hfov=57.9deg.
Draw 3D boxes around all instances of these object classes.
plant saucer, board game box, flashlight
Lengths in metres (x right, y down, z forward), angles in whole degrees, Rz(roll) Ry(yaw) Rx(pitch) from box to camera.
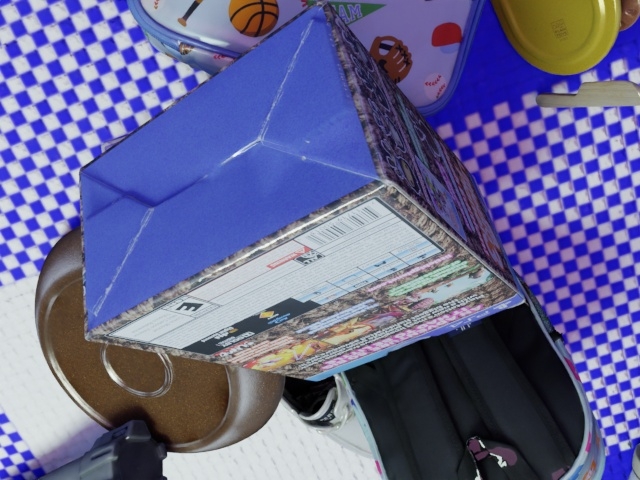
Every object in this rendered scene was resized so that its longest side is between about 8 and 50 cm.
[{"bbox_3d":[-0.192,0.125,0.636,0.310,0.050,0.311,8,118,16],"label":"plant saucer"},{"bbox_3d":[0.000,0.000,0.474,0.232,0.141,0.291,-26,151,22],"label":"board game box"},{"bbox_3d":[-0.301,0.318,0.683,0.304,0.103,0.103,-30,105,30],"label":"flashlight"}]

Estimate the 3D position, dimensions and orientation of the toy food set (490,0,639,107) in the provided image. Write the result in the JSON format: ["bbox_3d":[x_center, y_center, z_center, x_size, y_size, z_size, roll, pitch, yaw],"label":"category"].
[{"bbox_3d":[0.230,-0.230,0.531,0.071,0.128,0.218,-35,108,-19],"label":"toy food set"}]

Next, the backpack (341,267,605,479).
[{"bbox_3d":[0.153,0.166,0.592,0.225,0.254,0.191,-31,133,10],"label":"backpack"}]

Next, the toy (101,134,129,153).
[{"bbox_3d":[-0.114,-0.089,0.559,0.237,0.137,0.056,-20,152,10],"label":"toy"}]

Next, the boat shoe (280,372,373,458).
[{"bbox_3d":[0.005,0.182,0.684,0.096,0.088,0.267,-36,106,12],"label":"boat shoe"}]

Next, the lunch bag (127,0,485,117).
[{"bbox_3d":[-0.007,-0.244,0.497,0.303,0.115,0.243,18,92,-9],"label":"lunch bag"}]

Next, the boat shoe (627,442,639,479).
[{"bbox_3d":[0.550,0.325,0.735,0.302,0.113,0.103,4,112,10],"label":"boat shoe"}]
